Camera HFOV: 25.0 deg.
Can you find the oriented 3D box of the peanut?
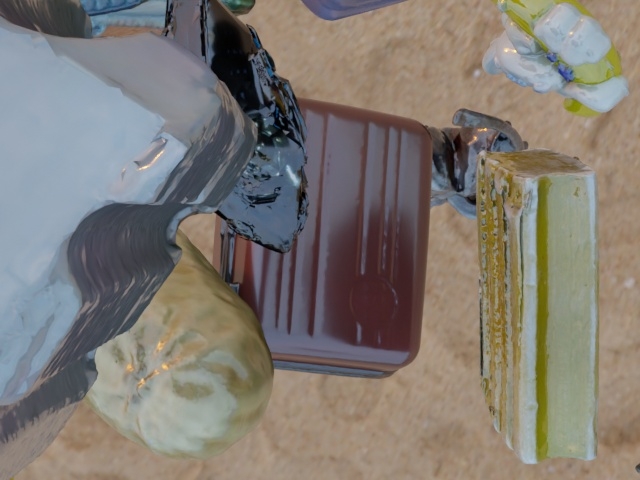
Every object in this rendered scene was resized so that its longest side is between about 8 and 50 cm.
[{"bbox_3d":[-0.186,0.076,1.437,0.387,0.192,0.169,45,128,44],"label":"peanut"}]

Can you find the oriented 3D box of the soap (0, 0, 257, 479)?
[{"bbox_3d":[-0.210,0.012,0.775,0.213,0.435,0.350,34,94,0],"label":"soap"}]

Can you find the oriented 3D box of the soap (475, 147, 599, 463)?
[{"bbox_3d":[0.206,0.058,1.381,0.089,0.173,0.274,-4,103,-8],"label":"soap"}]

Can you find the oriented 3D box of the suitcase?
[{"bbox_3d":[0.000,0.000,1.589,0.236,0.297,0.161,9,166,-21],"label":"suitcase"}]

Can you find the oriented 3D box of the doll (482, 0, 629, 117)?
[{"bbox_3d":[0.295,-0.247,1.881,0.252,0.111,0.237,33,168,32],"label":"doll"}]

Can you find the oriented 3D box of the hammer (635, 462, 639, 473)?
[{"bbox_3d":[0.434,0.137,1.472,0.125,0.297,0.027,41,176,45],"label":"hammer"}]

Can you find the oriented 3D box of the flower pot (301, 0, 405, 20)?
[{"bbox_3d":[0.060,-0.279,0.917,0.243,0.265,0.265,-29,111,-7],"label":"flower pot"}]

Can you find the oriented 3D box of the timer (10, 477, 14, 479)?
[{"bbox_3d":[-0.386,0.246,1.591,0.107,0.107,0.109,35,130,-1],"label":"timer"}]

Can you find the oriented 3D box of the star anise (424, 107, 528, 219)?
[{"bbox_3d":[0.179,-0.100,2.080,0.316,0.359,0.139,-17,72,35],"label":"star anise"}]

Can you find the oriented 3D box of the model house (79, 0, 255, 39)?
[{"bbox_3d":[-0.242,-0.299,1.555,0.253,0.291,0.184,-8,94,42],"label":"model house"}]

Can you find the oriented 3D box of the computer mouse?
[{"bbox_3d":[-0.081,-0.096,1.153,0.146,0.078,0.241,-31,80,58],"label":"computer mouse"}]
